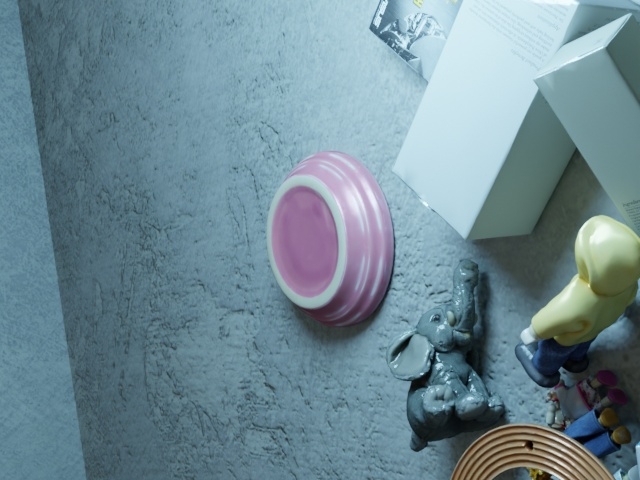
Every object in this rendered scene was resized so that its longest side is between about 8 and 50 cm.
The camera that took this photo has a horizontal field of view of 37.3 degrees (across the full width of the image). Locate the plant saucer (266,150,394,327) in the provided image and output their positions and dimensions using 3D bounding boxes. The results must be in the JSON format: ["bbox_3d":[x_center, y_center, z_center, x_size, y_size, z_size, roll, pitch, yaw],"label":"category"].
[{"bbox_3d":[0.000,0.000,1.768,0.332,0.084,0.332,9,101,52],"label":"plant saucer"}]

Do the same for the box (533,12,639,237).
[{"bbox_3d":[0.384,-0.122,1.139,0.113,0.094,0.275,-19,111,50],"label":"box"}]

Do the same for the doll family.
[{"bbox_3d":[0.364,0.313,1.302,0.163,0.118,0.263,-49,57,44],"label":"doll family"}]

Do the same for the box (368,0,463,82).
[{"bbox_3d":[0.184,-0.390,1.499,0.183,0.056,0.231,52,132,36],"label":"box"}]

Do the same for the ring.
[{"bbox_3d":[0.297,0.413,1.272,0.336,0.032,0.337,2,93,50],"label":"ring"}]

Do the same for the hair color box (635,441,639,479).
[{"bbox_3d":[0.490,0.403,1.122,0.173,0.105,0.347,-9,87,31],"label":"hair color box"}]

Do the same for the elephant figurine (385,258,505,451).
[{"bbox_3d":[0.195,0.184,1.508,0.169,0.186,0.239,63,-168,-63],"label":"elephant figurine"}]

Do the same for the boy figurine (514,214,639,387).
[{"bbox_3d":[0.338,0.085,1.240,0.092,0.177,0.285,53,154,31],"label":"boy figurine"}]

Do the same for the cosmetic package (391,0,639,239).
[{"bbox_3d":[0.265,-0.202,1.336,0.197,0.155,0.366,50,132,37],"label":"cosmetic package"}]
